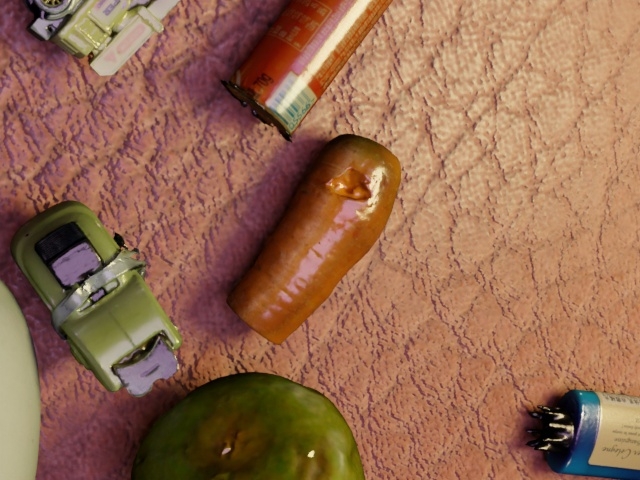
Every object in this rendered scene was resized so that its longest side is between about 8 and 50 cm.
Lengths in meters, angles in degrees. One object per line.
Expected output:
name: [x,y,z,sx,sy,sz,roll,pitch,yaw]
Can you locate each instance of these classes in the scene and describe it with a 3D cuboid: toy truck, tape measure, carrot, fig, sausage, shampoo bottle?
toy truck: [-0.155,-0.212,1.013,0.100,0.077,0.169,41,81,-20]
tape measure: [-0.176,0.042,1.004,0.087,0.177,0.154,-36,97,-14]
carrot: [0.000,0.000,1.110,0.087,0.087,0.193,31,89,-23]
fig: [-0.053,0.250,1.097,0.206,0.206,0.275,-29,141,-15]
sausage: [0.024,-0.209,1.089,0.083,0.083,0.264,40,82,-23]
shampoo bottle: [0.289,0.195,1.273,0.183,0.050,0.087,10,102,-23]

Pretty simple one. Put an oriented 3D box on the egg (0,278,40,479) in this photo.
egg: [-0.326,0.185,0.928,0.230,0.230,0.371,24,84,-24]
